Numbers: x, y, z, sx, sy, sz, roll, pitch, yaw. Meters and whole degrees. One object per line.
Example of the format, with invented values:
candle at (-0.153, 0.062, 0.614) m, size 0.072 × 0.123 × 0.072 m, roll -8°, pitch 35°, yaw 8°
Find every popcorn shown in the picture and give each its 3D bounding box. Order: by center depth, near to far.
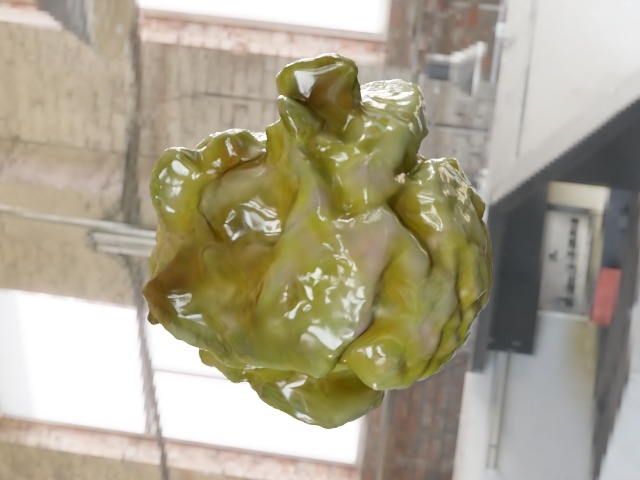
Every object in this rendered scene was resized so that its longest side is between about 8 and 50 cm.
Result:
popcorn at (0.001, -0.001, 0.724) m, size 0.167 × 0.187 × 0.185 m, roll -51°, pitch 4°, yaw -38°
